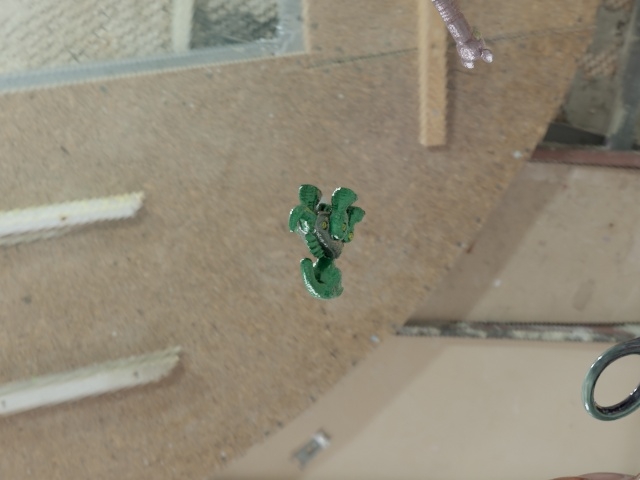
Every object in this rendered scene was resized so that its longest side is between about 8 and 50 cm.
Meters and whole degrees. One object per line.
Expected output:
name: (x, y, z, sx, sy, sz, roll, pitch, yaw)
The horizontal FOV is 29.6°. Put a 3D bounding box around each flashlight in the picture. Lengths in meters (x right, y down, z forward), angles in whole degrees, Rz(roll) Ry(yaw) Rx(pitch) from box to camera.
flashlight: (0.164, -0.254, 1.425, 0.031, 0.052, 0.110, -45, -69, -32)

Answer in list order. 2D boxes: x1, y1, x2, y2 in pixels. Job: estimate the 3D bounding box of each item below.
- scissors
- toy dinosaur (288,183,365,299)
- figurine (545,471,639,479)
scissors: (0.440, 0.038, 1.397, 0.256, 0.029, 0.383, -1, -68, -14)
toy dinosaur: (0.000, 0.000, 1.140, 0.132, 0.059, 0.096, 48, -129, -57)
figurine: (0.336, 0.361, 1.411, 0.270, 0.211, 0.261, -6, -74, -8)
